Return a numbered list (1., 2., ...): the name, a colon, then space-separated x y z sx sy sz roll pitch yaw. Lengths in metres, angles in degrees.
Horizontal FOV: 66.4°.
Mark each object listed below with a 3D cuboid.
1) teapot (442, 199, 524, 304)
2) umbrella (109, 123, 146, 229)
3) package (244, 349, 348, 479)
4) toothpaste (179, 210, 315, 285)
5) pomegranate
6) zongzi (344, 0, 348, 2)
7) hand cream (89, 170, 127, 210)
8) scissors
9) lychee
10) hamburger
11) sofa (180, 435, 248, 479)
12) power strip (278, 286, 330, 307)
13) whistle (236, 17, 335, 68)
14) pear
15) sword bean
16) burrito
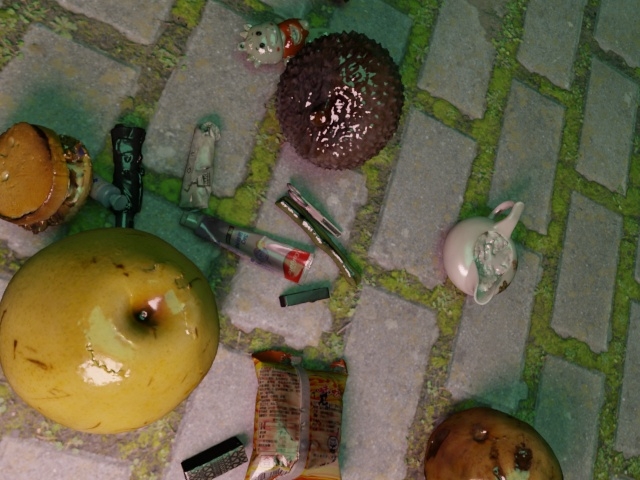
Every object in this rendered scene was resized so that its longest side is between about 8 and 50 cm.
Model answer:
1. teapot: 0.410 0.028 1.223 0.205 0.139 0.297 27 72 -12
2. umbrella: -0.392 -0.118 0.981 0.066 0.059 0.235 1 81 -1
3. package: -0.038 0.369 0.988 0.224 0.108 0.287 14 64 -24
4. toothpaste: -0.156 0.009 1.055 0.301 0.048 0.075 24 68 -18
5. pomegranate: 0.367 0.497 1.046 0.282 0.281 0.280 4 78 -21
6. zongzi: 0.018 -0.720 1.254 0.187 0.084 0.184 21 58 -12
7. hand cream: -0.442 -0.109 0.942 0.171 0.043 0.065 30 65 19
8. scissors: -0.013 -0.065 1.123 0.022 0.085 0.176 -43 113 12
9. lychee: 0.041 -0.303 1.078 0.300 0.300 0.299 4 78 -21
10. hamburger: -0.500 -0.105 0.876 0.182 0.118 0.190 1 84 24
11. sofa: -0.205 0.427 0.944 0.118 0.060 0.039 -18 95 -24
12. power strip: -0.034 0.126 1.083 0.111 0.038 0.029 -9 84 -22
13. whistle: -0.076 -0.466 1.152 0.254 0.106 0.101 -15 126 -24
14. pear: -0.341 0.142 0.812 0.349 0.348 0.347 4 78 -21
15. sword bean: 0.001 0.000 1.121 0.043 0.038 0.269 -45 98 -17
16. burrito: -0.254 -0.158 1.041 0.064 0.064 0.202 13 76 -19
